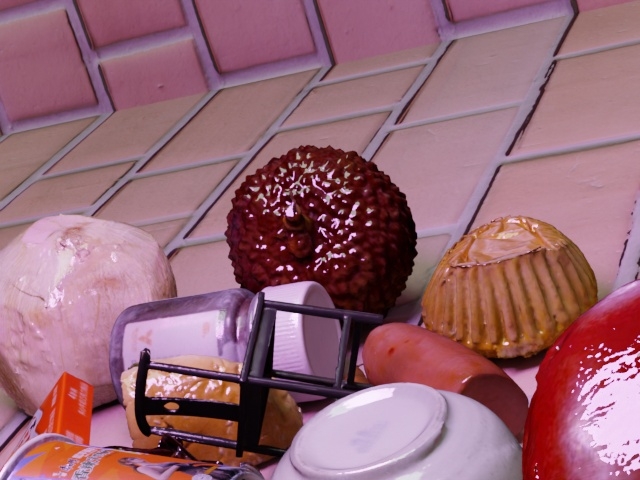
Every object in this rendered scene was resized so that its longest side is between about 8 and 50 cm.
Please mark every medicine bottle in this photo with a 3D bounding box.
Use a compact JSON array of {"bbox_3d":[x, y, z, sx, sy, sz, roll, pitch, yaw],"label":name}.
[{"bbox_3d":[-0.121,0.145,2.089,0.273,0.165,0.165,-9,21,22],"label":"medicine bottle"}]

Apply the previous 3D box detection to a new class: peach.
[{"bbox_3d":[0.339,0.216,1.273,0.353,0.339,0.416,-41,26,-4],"label":"peach"}]

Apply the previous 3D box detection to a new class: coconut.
[{"bbox_3d":[-0.341,0.093,2.286,0.297,0.255,0.297,-17,21,7],"label":"coconut"}]

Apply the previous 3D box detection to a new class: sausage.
[{"bbox_3d":[0.135,0.165,1.891,0.113,0.114,0.259,-25,20,-19],"label":"sausage"}]

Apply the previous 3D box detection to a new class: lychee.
[{"bbox_3d":[0.000,0.000,2.205,0.264,0.264,0.300,-12,-17,17],"label":"lychee"}]

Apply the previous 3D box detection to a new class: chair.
[{"bbox_3d":[-0.070,0.158,1.840,0.260,0.155,0.141,9,46,3],"label":"chair"}]

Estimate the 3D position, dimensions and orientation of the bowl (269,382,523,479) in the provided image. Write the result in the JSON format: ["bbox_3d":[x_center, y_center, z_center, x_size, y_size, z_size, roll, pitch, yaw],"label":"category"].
[{"bbox_3d":[0.075,0.255,1.643,0.307,0.163,0.307,-18,21,7],"label":"bowl"}]

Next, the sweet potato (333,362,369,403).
[{"bbox_3d":[0.044,0.192,1.993,0.056,0.056,0.195,-14,15,9],"label":"sweet potato"}]

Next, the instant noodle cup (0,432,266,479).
[{"bbox_3d":[-0.166,0.321,1.510,0.214,0.296,0.296,-3,23,18],"label":"instant noodle cup"}]

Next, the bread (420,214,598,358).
[{"bbox_3d":[0.235,0.058,2.055,0.240,0.139,0.240,-15,17,4],"label":"bread"}]

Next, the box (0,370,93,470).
[{"bbox_3d":[-0.339,0.307,1.789,0.265,0.048,0.273,-56,16,11],"label":"box"}]

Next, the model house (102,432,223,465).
[{"bbox_3d":[-0.160,0.266,1.769,0.203,0.164,0.141,-11,33,49],"label":"model house"}]

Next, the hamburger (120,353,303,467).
[{"bbox_3d":[-0.131,0.212,1.954,0.207,0.155,0.135,-6,25,9],"label":"hamburger"}]
